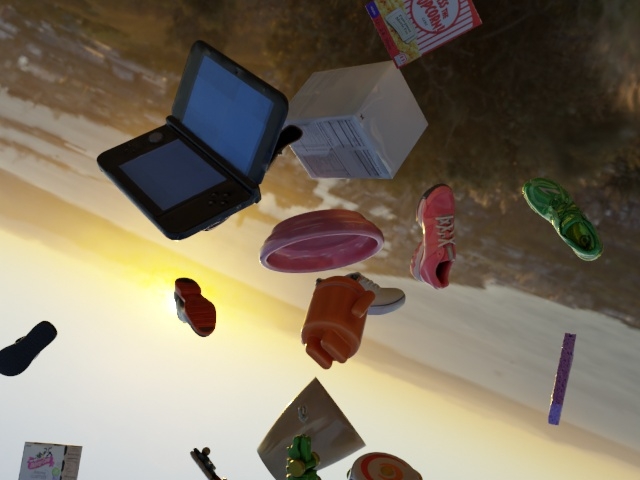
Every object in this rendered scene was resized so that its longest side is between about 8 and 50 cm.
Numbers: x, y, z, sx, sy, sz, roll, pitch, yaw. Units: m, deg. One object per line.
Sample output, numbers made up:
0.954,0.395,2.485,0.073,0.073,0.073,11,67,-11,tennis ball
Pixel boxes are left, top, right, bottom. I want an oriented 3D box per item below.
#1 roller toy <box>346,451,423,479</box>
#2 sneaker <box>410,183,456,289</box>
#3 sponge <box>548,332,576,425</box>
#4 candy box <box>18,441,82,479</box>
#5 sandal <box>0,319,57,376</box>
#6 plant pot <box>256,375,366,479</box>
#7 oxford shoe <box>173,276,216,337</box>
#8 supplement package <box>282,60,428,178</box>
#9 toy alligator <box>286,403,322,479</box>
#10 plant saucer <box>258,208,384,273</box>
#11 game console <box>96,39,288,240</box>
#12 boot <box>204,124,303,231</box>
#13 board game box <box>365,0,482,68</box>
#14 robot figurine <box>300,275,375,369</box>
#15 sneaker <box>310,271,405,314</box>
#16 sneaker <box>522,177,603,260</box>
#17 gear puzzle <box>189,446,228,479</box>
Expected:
0.169,0.675,2.021,0.209,0.146,0.191,15,-158,6,roller toy
0.346,-0.004,2.106,0.116,0.314,0.136,-8,-153,-23,sneaker
0.608,0.348,1.873,0.031,0.210,0.117,10,144,21,sponge
-0.771,0.673,2.106,0.164,0.196,0.070,-5,161,26,candy box
-0.629,0.232,1.601,0.067,0.179,0.040,51,-167,-10,sandal
-0.046,0.593,2.234,0.256,0.274,0.256,53,175,7,plant pot
-0.380,0.220,2.247,0.097,0.098,0.271,3,-151,-26,oxford shoe
0.074,-0.283,1.794,0.262,0.199,0.198,4,140,44,supplement package
-0.037,0.373,1.269,0.051,0.190,0.056,-8,178,34,toy alligator
0.000,0.000,1.958,0.332,0.084,0.332,-8,162,-2,plant saucer
-0.226,-0.178,1.255,0.293,0.250,0.173,39,147,38,game console
-0.162,-0.128,1.629,0.096,0.264,0.280,50,166,-13,boot
0.210,-0.462,1.520,0.147,0.193,0.045,60,-162,-12,board game box
0.034,0.161,1.548,0.128,0.219,0.158,16,132,1,robot figurine
0.100,0.126,1.801,0.258,0.091,0.094,-2,-160,-30,sneaker
0.704,-0.072,2.133,0.295,0.109,0.123,49,-172,11,sneaker
-0.187,0.616,1.730,0.339,0.044,0.175,50,161,10,gear puzzle
